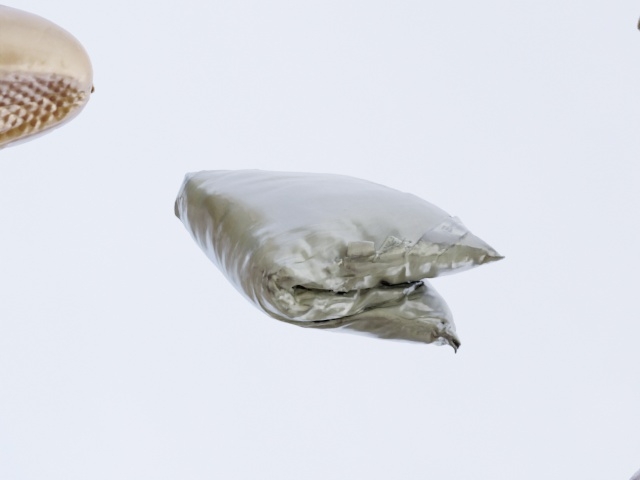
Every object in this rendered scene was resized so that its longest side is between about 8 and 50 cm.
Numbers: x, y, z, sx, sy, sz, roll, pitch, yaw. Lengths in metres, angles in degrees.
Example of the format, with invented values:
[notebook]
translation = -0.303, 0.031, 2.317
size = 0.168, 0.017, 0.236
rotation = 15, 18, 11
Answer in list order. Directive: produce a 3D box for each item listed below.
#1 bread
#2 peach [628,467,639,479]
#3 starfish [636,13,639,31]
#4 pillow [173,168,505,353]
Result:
[bread]
translation = -0.237, -0.104, 0.941
size = 0.077, 0.189, 0.114
rotation = 43, -52, 31
[peach]
translation = 0.152, 0.121, 0.574
size = 0.083, 0.083, 0.083
rotation = 28, -51, 42
[starfish]
translation = 0.303, -0.099, 0.834
size = 0.277, 0.235, 0.062
rotation = -27, -139, 65
[pillow]
translation = 0.000, 0.000, 0.826
size = 0.181, 0.134, 0.078
rotation = -144, -120, -62
